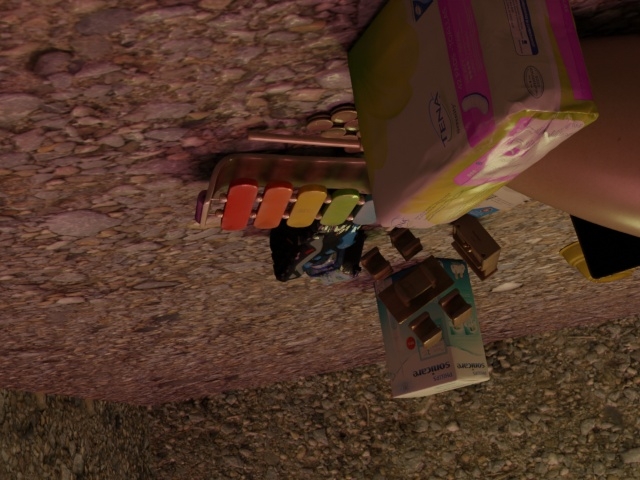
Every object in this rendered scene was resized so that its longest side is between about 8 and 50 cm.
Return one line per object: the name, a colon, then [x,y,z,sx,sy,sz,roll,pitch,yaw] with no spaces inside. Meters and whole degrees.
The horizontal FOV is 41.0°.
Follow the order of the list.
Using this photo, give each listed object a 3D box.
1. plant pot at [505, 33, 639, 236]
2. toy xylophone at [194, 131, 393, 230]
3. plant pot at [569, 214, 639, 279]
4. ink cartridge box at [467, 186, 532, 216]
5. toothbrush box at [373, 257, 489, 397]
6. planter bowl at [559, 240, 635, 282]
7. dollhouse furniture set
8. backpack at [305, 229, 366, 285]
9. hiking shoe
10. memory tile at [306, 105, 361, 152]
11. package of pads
plant pot: [0.309,-0.139,1.037,0.274,0.256,0.256,8,163,-1]
toy xylophone: [-0.026,-0.077,1.253,0.323,0.081,0.236,-1,163,-4]
plant pot: [0.582,-0.052,1.561,0.187,0.188,0.167,-23,172,39]
ink cartridge box: [0.298,-0.113,1.334,0.203,0.085,0.148,-19,161,29]
toothbrush box: [0.263,0.215,2.060,0.126,0.295,0.216,5,160,-40]
planter bowl: [0.707,0.050,2.104,0.217,0.090,0.217,-9,164,-2]
dollhouse furniture set: [0.235,0.073,1.728,0.242,0.212,0.161,-36,162,-3]
backpack: [0.018,0.027,1.641,0.084,0.105,0.114,30,145,-30]
hiking shoe: [0.000,0.000,1.511,0.132,0.113,0.304,-1,162,-22]
memory tile: [0.058,-0.159,1.183,0.113,0.012,0.148,-17,161,25]
package of pads: [0.135,-0.155,0.852,0.101,0.229,0.296,-2,163,-21]
